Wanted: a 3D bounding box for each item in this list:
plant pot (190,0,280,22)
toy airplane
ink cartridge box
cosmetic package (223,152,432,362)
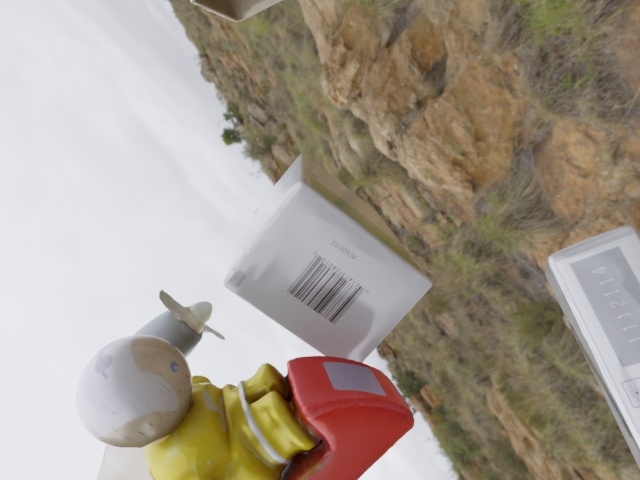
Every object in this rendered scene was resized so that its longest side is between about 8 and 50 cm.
[{"bbox_3d":[-0.052,-0.238,0.324,0.109,0.109,0.096,-67,-46,-70],"label":"plant pot"},{"bbox_3d":[-0.154,0.207,0.397,0.384,0.386,0.273,-43,-51,-47],"label":"toy airplane"},{"bbox_3d":[0.291,0.150,0.382,0.261,0.066,0.296,18,-130,-62],"label":"ink cartridge box"},{"bbox_3d":[0.000,0.000,0.656,0.197,0.155,0.365,36,-168,-13],"label":"cosmetic package"}]
